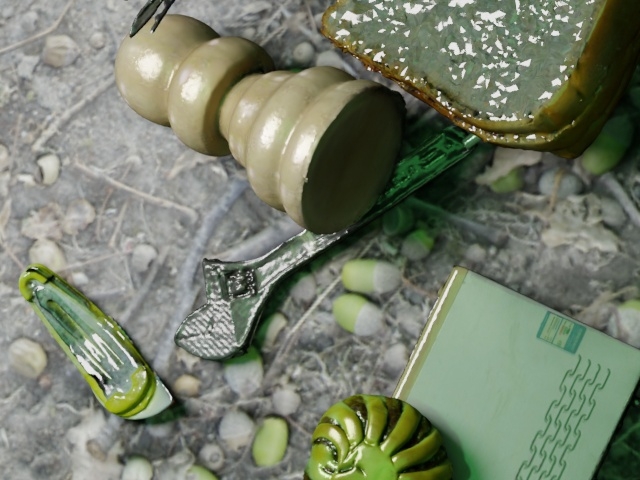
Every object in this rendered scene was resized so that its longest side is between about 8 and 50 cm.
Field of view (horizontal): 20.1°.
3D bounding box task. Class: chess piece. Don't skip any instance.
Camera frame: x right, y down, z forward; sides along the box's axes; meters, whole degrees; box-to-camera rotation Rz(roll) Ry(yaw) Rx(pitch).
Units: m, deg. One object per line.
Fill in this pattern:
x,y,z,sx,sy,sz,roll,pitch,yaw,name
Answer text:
-0.066,-0.116,1.574,0.261,0.143,0.142,28,93,30,chess piece

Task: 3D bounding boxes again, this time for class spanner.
0.000,0.000,1.598,0.325,0.026,0.093,-35,77,10,spanner

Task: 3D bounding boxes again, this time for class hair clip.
-0.209,0.095,1.646,0.060,0.033,0.188,-45,77,10,hair clip

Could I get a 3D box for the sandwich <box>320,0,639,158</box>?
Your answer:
0.170,-0.236,1.497,0.271,0.099,0.301,33,96,39,sandwich

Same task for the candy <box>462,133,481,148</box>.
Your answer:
0.237,-0.162,1.521,0.288,0.078,0.084,-33,87,17,candy

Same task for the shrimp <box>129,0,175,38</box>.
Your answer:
-0.018,-0.297,1.564,0.172,0.137,0.372,37,91,7,shrimp

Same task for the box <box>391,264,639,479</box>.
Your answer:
0.145,0.180,1.527,0.211,0.045,0.270,24,92,17,box

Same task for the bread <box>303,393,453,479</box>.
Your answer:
0.043,0.198,1.498,0.130,0.071,0.139,33,95,14,bread
